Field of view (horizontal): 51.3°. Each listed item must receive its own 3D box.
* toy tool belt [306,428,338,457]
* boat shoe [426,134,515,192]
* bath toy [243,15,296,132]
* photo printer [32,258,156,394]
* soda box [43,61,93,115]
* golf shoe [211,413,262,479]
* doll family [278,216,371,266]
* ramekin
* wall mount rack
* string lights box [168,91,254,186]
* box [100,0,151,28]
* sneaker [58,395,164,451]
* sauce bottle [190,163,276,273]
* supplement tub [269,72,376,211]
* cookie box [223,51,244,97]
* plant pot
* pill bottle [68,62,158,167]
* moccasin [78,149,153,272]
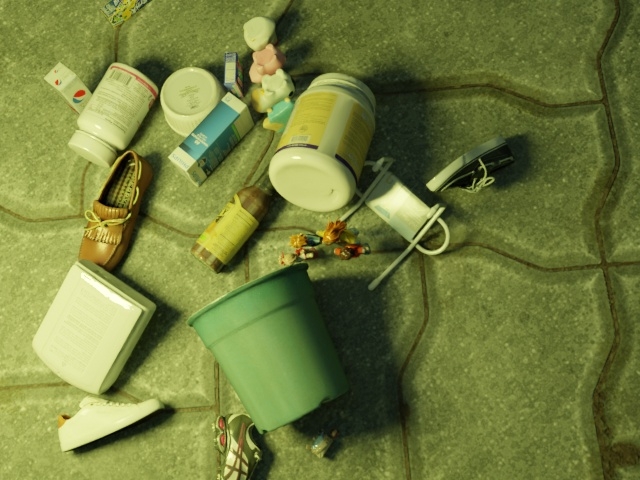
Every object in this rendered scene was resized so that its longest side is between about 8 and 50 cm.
[{"bbox_3d":[0.003,0.515,1.725,0.051,0.052,0.083,34,78,5],"label":"toy tool belt"},{"bbox_3d":[0.422,-0.188,1.837,0.306,0.113,0.104,-29,83,-36],"label":"boat shoe"},{"bbox_3d":[-0.152,-0.502,2.001,0.152,0.129,0.348,-20,72,19],"label":"bath toy"},{"bbox_3d":[-0.617,0.243,1.794,0.256,0.107,0.307,31,98,9],"label":"photo printer"},{"bbox_3d":[-0.727,-0.432,1.980,0.074,0.216,0.069,37,79,13],"label":"soda box"},{"bbox_3d":[-0.204,0.578,1.700,0.120,0.105,0.272,-7,74,-5],"label":"golf shoe"},{"bbox_3d":[0.000,0.000,1.774,0.263,0.163,0.118,-8,92,25],"label":"doll family"},{"bbox_3d":[-0.380,-0.422,2.004,0.207,0.109,0.207,-1,73,4],"label":"ramekin"},{"bbox_3d":[0.170,-0.050,1.845,0.350,0.130,0.304,43,114,16],"label":"wall mount rack"},{"bbox_3d":[-0.313,-0.291,1.946,0.077,0.133,0.259,38,80,13],"label":"string lights box"},{"bbox_3d":[-0.622,-0.765,2.151,0.169,0.059,0.054,-40,75,-7],"label":"box"},{"bbox_3d":[-0.563,0.454,1.762,0.290,0.106,0.123,-20,75,0],"label":"sneaker"},{"bbox_3d":[-0.224,-0.067,1.888,0.111,0.111,0.344,35,78,14],"label":"sauce bottle"},{"bbox_3d":[0.016,-0.272,1.833,0.241,0.241,0.331,14,59,9],"label":"supplement tub"},{"bbox_3d":[-0.262,-0.501,2.026,0.040,0.092,0.107,-3,74,8],"label":"cookie box"},{"bbox_3d":[-0.109,0.279,1.679,0.341,0.341,0.334,-27,82,-3],"label":"plant pot"},{"bbox_3d":[-0.617,-0.369,1.982,0.161,0.160,0.283,24,77,11],"label":"pill bottle"},{"bbox_3d":[-0.590,-0.076,1.899,0.139,0.147,0.379,22,77,11],"label":"moccasin"}]
